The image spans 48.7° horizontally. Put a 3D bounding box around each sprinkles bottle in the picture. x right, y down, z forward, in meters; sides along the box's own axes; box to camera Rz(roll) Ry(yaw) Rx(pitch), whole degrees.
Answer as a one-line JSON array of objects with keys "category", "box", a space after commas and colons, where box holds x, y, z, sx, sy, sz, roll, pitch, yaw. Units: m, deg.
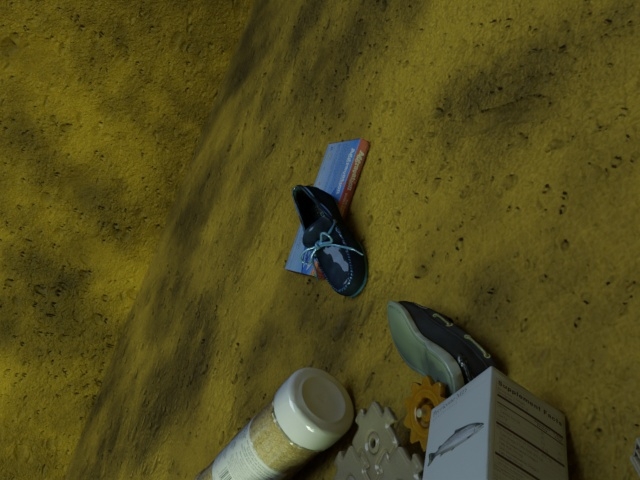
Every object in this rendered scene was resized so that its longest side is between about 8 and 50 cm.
[{"category": "sprinkles bottle", "box": [-0.089, 0.351, 1.167, 0.355, 0.121, 0.121, -50, 30, 34]}]

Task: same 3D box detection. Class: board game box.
[{"category": "board game box", "box": [0.012, -0.065, 1.412, 0.145, 0.027, 0.281, 7, 77, 65]}]

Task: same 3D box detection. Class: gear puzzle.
[{"category": "gear puzzle", "box": [0.086, 0.306, 0.897, 0.339, 0.044, 0.175, -68, 31, 24]}]

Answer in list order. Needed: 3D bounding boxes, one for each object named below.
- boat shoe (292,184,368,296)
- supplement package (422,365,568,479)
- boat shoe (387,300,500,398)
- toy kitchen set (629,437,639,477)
[{"category": "boat shoe", "box": [0.000, 0.000, 1.274, 0.109, 0.089, 0.258, -50, 41, 19]}, {"category": "supplement package", "box": [0.171, 0.237, 0.698, 0.105, 0.105, 0.179, -49, 11, 36]}, {"category": "boat shoe", "box": [0.152, 0.135, 0.925, 0.228, 0.068, 0.081, -132, 31, -65]}, {"category": "toy kitchen set", "box": [0.266, 0.230, 0.621, 0.075, 0.083, 0.068, -101, -2, -50]}]
